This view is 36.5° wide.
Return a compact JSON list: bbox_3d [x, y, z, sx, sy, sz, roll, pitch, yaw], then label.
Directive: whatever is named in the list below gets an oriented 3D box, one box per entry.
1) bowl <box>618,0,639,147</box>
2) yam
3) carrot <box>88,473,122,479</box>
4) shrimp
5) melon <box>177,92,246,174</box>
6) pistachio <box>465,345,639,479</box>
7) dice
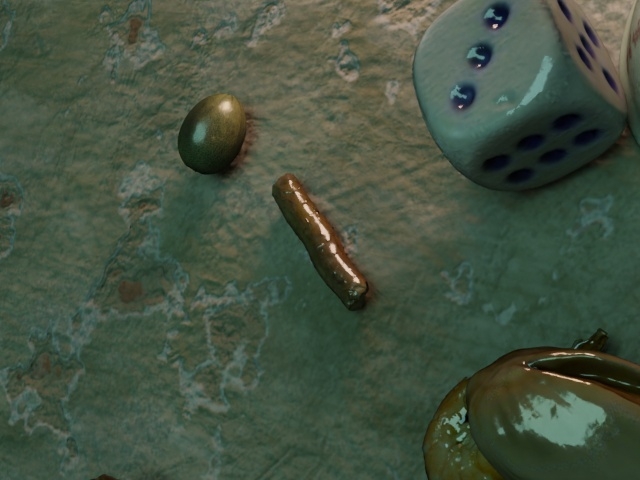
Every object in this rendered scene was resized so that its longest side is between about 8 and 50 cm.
[{"bbox_3d":[0.494,-0.242,1.002,0.434,0.196,0.435,-11,70,32],"label":"bowl"},{"bbox_3d":[0.000,0.000,1.358,0.057,0.057,0.241,-44,55,16],"label":"yam"},{"bbox_3d":[-0.235,0.447,1.338,0.302,0.138,0.139,36,98,29],"label":"carrot"},{"bbox_3d":[0.223,0.197,1.147,0.287,0.063,0.152,-53,43,12],"label":"shrimp"},{"bbox_3d":[-0.165,-0.164,1.489,0.098,0.098,0.131,18,80,36],"label":"melon"},{"bbox_3d":[0.284,0.209,1.000,0.288,0.197,0.166,23,46,13],"label":"pistachio"},{"bbox_3d":[0.236,-0.183,1.153,0.193,0.194,0.192,-28,61,30],"label":"dice"}]
